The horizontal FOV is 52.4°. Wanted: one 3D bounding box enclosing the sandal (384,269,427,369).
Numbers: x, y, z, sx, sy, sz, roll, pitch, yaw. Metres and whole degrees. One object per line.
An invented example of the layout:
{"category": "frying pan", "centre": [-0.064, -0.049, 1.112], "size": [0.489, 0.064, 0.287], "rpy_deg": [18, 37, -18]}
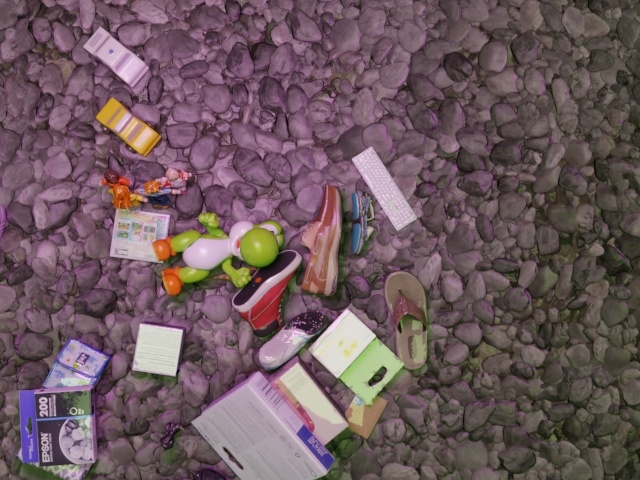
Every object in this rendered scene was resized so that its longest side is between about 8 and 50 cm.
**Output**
{"category": "sandal", "centre": [0.265, 0.234, 1.914], "size": [0.120, 0.086, 0.303], "rpy_deg": [-11, 92, 0]}

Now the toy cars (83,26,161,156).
{"category": "toy cars", "centre": [-0.578, -0.435, 1.876], "size": [0.176, 0.087, 0.394], "rpy_deg": [-10, 89, -4]}

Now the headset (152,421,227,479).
{"category": "headset", "centre": [-0.371, 0.722, 1.863], "size": [0.243, 0.185, 0.394], "rpy_deg": [-20, 105, 0]}

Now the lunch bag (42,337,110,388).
{"category": "lunch bag", "centre": [-0.690, 0.371, 1.852], "size": [0.128, 0.096, 0.151], "rpy_deg": [27, 79, -5]}

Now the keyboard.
{"category": "keyboard", "centre": [0.192, -0.156, 1.957], "size": [0.072, 0.014, 0.256], "rpy_deg": [-33, 91, -4]}

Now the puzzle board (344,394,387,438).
{"category": "puzzle board", "centre": [0.129, 0.512, 1.940], "size": [0.096, 0.011, 0.128], "rpy_deg": [30, 86, -1]}

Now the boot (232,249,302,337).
{"category": "boot", "centre": [-0.124, 0.157, 1.874], "size": [0.244, 0.088, 0.176], "rpy_deg": [-45, 130, -18]}

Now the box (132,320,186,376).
{"category": "box", "centre": [-0.463, 0.311, 1.875], "size": [0.126, 0.072, 0.137], "rpy_deg": [9, 87, -4]}

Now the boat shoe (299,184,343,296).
{"category": "boat shoe", "centre": [0.000, 0.000, 1.890], "size": [0.119, 0.122, 0.324], "rpy_deg": [5, 88, 0]}

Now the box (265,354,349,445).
{"category": "box", "centre": [-0.043, 0.462, 1.861], "size": [0.126, 0.148, 0.232], "rpy_deg": [-38, 91, -3]}

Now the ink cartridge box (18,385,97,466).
{"category": "ink cartridge box", "centre": [-0.724, 0.509, 1.782], "size": [0.208, 0.045, 0.207], "rpy_deg": [-3, 91, -2]}

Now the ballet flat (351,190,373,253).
{"category": "ballet flat", "centre": [0.129, -0.053, 1.929], "size": [0.070, 0.070, 0.189], "rpy_deg": [1, 92, -4]}

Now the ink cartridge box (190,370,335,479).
{"category": "ink cartridge box", "centre": [-0.169, 0.560, 1.830], "size": [0.324, 0.071, 0.330], "rpy_deg": [49, 131, -2]}

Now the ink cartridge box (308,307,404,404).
{"category": "ink cartridge box", "centre": [0.106, 0.340, 1.904], "size": [0.235, 0.056, 0.171], "rpy_deg": [43, 86, 10]}

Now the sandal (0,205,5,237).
{"category": "sandal", "centre": [-0.967, 0.023, 1.835], "size": [0.076, 0.102, 0.265], "rpy_deg": [17, 90, -6]}

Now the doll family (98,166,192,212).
{"category": "doll family", "centre": [-0.490, -0.132, 1.826], "size": [0.262, 0.163, 0.119], "rpy_deg": [-4, 75, -4]}

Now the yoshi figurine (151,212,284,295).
{"category": "yoshi figurine", "centre": [-0.268, 0.030, 1.802], "size": [0.362, 0.204, 0.203], "rpy_deg": [-17, 58, -12]}

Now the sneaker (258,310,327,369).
{"category": "sneaker", "centre": [-0.081, 0.290, 1.907], "size": [0.237, 0.086, 0.085], "rpy_deg": [-35, 65, -16]}

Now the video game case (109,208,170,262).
{"category": "video game case", "centre": [-0.527, -0.014, 1.905], "size": [0.157, 0.019, 0.143], "rpy_deg": [8, 88, -3]}

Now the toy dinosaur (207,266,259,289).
{"category": "toy dinosaur", "centre": [-0.217, 0.126, 1.900], "size": [0.211, 0.064, 0.112], "rpy_deg": [34, 88, -2]}

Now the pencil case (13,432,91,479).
{"category": "pencil case", "centre": [-0.749, 0.613, 1.841], "size": [0.206, 0.086, 0.088], "rpy_deg": [25, 126, -4]}
